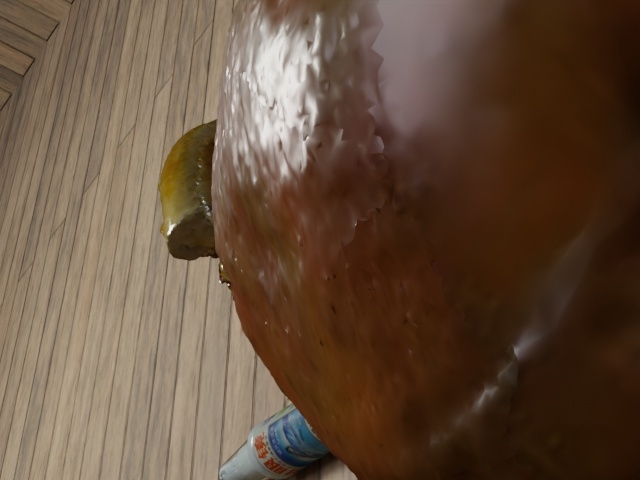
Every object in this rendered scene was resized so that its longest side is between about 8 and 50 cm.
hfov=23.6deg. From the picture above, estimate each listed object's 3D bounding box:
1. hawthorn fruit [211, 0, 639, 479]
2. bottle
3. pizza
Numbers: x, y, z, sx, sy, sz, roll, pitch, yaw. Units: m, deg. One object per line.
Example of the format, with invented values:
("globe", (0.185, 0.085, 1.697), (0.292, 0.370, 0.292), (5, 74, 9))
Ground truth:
("hawthorn fruit", (0.159, -0.024, 0.673), (0.472, 0.471, 0.472), (-48, 26, 33))
("bottle", (-0.029, 0.184, 1.408), (0.217, 0.060, 0.060), (-37, 34, 49))
("pizza", (0.000, 0.000, 1.304), (0.114, 0.278, 0.409), (-48, -10, 20))
